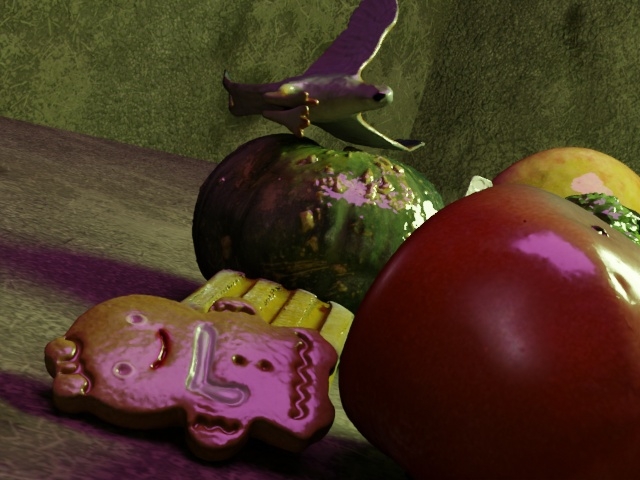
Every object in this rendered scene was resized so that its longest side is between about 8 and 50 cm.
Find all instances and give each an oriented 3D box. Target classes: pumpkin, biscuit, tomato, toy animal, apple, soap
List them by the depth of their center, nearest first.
[{"bbox_3d":[-0.107,0.107,0.974,0.249,0.035,0.184,11,37,-4],"label":"biscuit"},{"bbox_3d":[0.190,0.104,0.981,0.341,0.272,0.341,23,7,-3],"label":"tomato"},{"bbox_3d":[-0.059,0.106,1.182,0.173,0.089,0.274,18,8,4],"label":"soap"},{"bbox_3d":[0.000,0.000,1.446,0.292,0.257,0.328,17,-1,-31],"label":"pumpkin"},{"bbox_3d":[-0.033,-0.198,1.458,0.284,0.225,0.302,-5,14,15],"label":"toy animal"},{"bbox_3d":[0.440,0.020,2.004,0.364,0.364,0.364,17,7,-2],"label":"apple"}]

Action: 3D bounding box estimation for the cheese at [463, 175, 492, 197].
[{"bbox_3d":[0.227,0.017,1.893,0.127,0.255,0.050,21,4,-19],"label":"cheese"}]

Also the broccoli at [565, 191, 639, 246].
[{"bbox_3d":[0.325,0.090,1.403,0.254,0.302,0.186,-15,-31,16],"label":"broccoli"}]

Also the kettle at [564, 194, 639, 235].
[{"bbox_3d":[0.365,0.092,1.607,0.271,0.251,0.207,19,49,-25],"label":"kettle"}]
